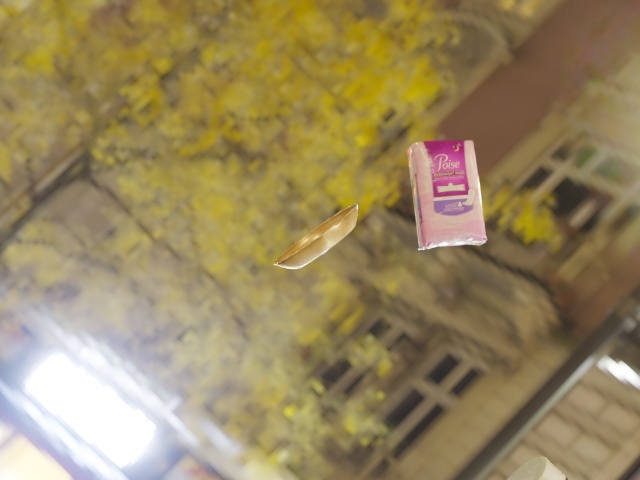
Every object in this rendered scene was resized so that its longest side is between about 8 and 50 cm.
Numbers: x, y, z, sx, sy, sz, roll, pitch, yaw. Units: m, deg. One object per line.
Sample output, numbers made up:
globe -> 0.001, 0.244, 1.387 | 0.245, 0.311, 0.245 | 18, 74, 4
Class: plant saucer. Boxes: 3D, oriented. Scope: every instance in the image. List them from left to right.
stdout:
plant saucer -> 0.000, 0.000, 1.440 | 0.015, 0.083, 0.083 | 54, -17, -5

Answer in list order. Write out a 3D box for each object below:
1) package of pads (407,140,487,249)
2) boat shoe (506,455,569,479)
package of pads -> 0.096, -0.035, 1.356 | 0.032, 0.050, 0.083 | 129, -44, -73
boat shoe -> 0.151, 0.313, 1.471 | 0.105, 0.306, 0.113 | 44, -50, -4
